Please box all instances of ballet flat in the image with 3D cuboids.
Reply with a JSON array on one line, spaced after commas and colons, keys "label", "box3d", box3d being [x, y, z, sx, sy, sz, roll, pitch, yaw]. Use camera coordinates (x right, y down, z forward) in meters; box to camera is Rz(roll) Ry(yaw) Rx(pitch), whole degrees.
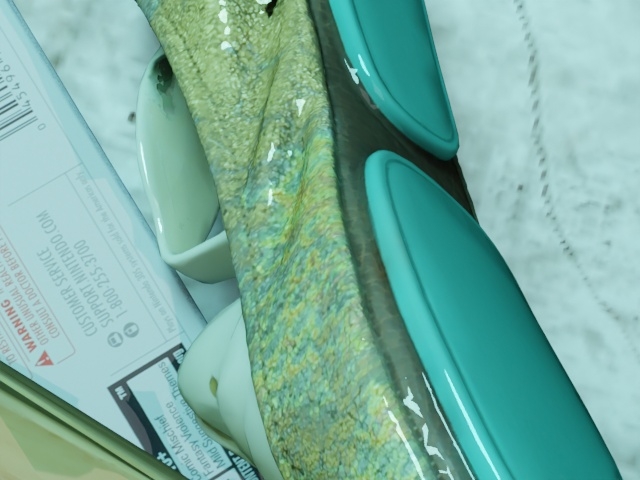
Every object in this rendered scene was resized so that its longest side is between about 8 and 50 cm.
[{"label": "ballet flat", "box3d": [0.000, 0.000, 0.507, 0.123, 0.123, 0.349, -10, 50, -8]}]

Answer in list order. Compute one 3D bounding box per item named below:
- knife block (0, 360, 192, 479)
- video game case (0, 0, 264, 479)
[{"label": "knife block", "box3d": [-0.027, 0.118, 0.415, 0.242, 0.275, 0.088, 33, 82, -8]}, {"label": "video game case", "box3d": [-0.169, 0.052, 0.567, 0.244, 0.061, 0.269, -31, 88, -9]}]
